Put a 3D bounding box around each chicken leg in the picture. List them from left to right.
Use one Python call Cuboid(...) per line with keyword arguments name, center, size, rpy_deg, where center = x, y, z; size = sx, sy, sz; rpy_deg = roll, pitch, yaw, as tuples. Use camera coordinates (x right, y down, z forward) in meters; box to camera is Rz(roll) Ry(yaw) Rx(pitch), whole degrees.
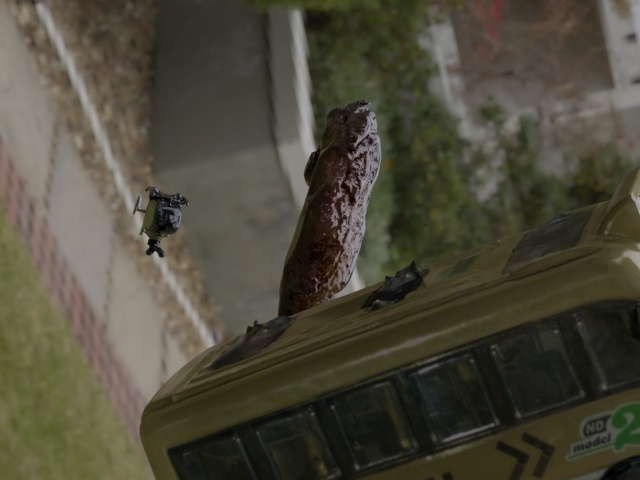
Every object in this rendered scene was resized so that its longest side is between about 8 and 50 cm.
Cuboid(name="chicken leg", center=(0.003, -0.003, 1.159), size=(0.089, 0.048, 0.219), rpy_deg=(137, -31, -70))

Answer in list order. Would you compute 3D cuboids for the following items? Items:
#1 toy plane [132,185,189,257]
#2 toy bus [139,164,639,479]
Cuboid(name="toy plane", center=(-0.128, -0.017, 1.273), size=(0.121, 0.031, 0.049), rpy_deg=(-139, -115, -74))
Cuboid(name="toy bus", center=(0.086, 0.107, 0.988), size=(0.201, 0.365, 0.177), rpy_deg=(66, 20, -7))
